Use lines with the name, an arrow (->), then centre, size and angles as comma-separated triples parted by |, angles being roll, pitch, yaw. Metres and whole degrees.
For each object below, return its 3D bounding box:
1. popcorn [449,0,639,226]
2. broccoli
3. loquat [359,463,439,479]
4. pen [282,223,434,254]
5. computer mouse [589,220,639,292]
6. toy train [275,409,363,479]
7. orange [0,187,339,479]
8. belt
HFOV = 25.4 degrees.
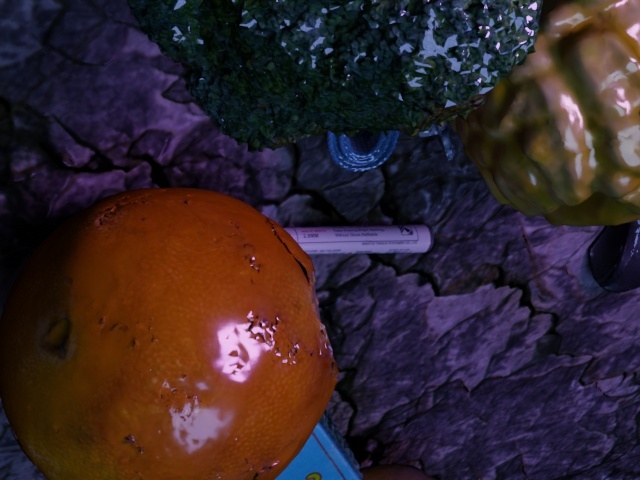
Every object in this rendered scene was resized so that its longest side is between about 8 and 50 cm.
popcorn -> 0.208, -0.125, 1.005 | 0.249, 0.249, 0.225 | -25, 107, -7
broccoli -> 0.016, -0.189, 0.774 | 0.275, 0.308, 0.308 | 6, 127, -41
loquat -> 0.043, 0.310, 1.351 | 0.227, 0.179, 0.179 | -37, 139, -4
pen -> 0.000, 0.000, 1.141 | 0.204, 0.025, 0.025 | -1, 130, -29
computer mouse -> 0.300, 0.001, 1.304 | 0.079, 0.047, 0.135 | 1, 127, -33
toy train -> -0.057, 0.200, 1.237 | 0.163, 0.112, 0.203 | -34, 140, -3
orange -> -0.108, 0.081, 0.996 | 0.240, 0.240, 0.240 | -17, 137, -16
belt -> 0.049, -0.131, 1.015 | 0.100, 0.065, 0.179 | -9, 136, -10
